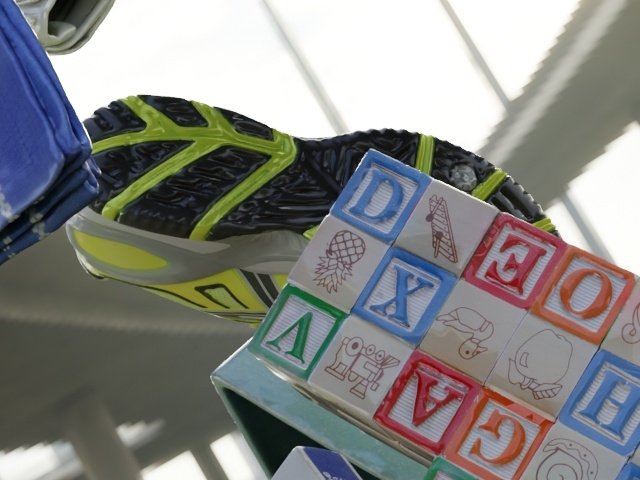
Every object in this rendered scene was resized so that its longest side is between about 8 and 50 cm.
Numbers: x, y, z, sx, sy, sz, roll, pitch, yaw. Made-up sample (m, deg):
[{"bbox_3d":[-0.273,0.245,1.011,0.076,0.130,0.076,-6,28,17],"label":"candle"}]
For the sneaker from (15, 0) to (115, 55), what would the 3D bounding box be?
[{"bbox_3d":[-0.323,-0.202,1.866,0.292,0.108,0.169,-40,33,-23],"label":"sneaker"}]

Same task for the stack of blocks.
[{"bbox_3d":[0.111,0.095,1.009,0.171,0.297,0.087,-58,-29,-8],"label":"stack of blocks"}]

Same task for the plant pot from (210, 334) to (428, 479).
[{"bbox_3d":[0.101,0.143,1.757,0.252,0.247,0.248,-49,-37,-20],"label":"plant pot"}]

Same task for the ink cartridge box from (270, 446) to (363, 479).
[{"bbox_3d":[-0.009,0.378,1.457,0.071,0.324,0.330,17,-66,-47],"label":"ink cartridge box"}]

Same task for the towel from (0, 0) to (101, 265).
[{"bbox_3d":[-0.293,-0.038,1.022,0.336,0.243,0.040,-33,-21,9],"label":"towel"}]

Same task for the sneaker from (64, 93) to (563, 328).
[{"bbox_3d":[0.000,0.000,1.458,0.147,0.385,0.145,113,173,-58],"label":"sneaker"}]
